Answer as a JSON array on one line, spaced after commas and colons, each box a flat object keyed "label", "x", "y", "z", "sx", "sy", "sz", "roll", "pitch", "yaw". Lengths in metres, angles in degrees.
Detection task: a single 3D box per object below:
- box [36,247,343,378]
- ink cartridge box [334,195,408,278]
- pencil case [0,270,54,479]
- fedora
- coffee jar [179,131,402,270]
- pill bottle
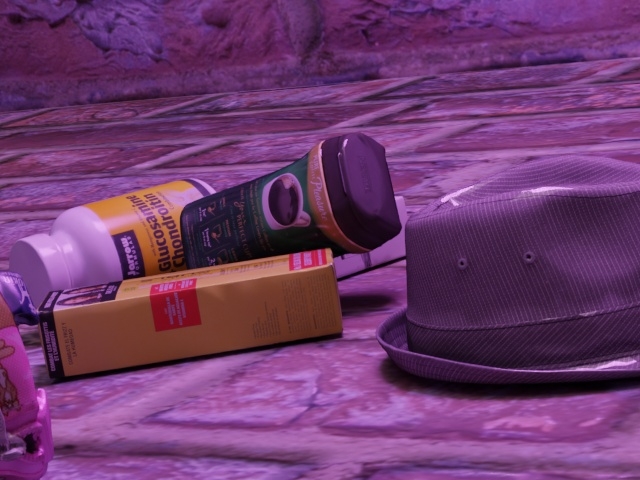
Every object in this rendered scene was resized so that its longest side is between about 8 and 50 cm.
[{"label": "box", "x": -0.100, "y": 0.056, "z": 1.485, "sx": 0.232, "sy": 0.058, "sz": 0.087, "roll": -8, "pitch": 9, "yaw": 1}, {"label": "ink cartridge box", "x": 0.000, "y": 0.000, "z": 1.700, "sx": 0.135, "sy": 0.056, "sz": 0.099, "roll": -18, "pitch": 13, "yaw": -37}, {"label": "pencil case", "x": -0.344, "y": 0.124, "z": 1.083, "sx": 0.386, "sy": 0.160, "sz": 0.167, "roll": -17, "pitch": -9, "yaw": -35}, {"label": "fedora", "x": 0.166, "y": 0.012, "z": 1.312, "sx": 0.275, "sy": 0.124, "sz": 0.244, "roll": -2, "pitch": 13, "yaw": 34}, {"label": "coffee jar", "x": -0.023, "y": -0.017, "z": 1.571, "sx": 0.184, "sy": 0.096, "sz": 0.079, "roll": -23, "pitch": -27, "yaw": 26}, {"label": "pill bottle", "x": -0.173, "y": 0.013, "z": 1.653, "sx": 0.184, "sy": 0.103, "sz": 0.103, "roll": -17, "pitch": 13, "yaw": -34}]
